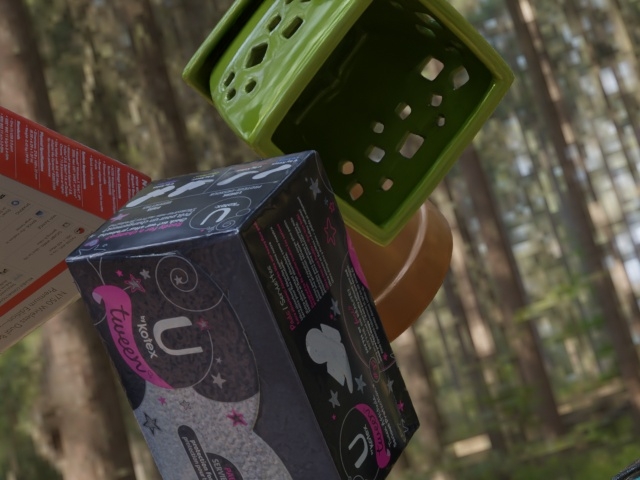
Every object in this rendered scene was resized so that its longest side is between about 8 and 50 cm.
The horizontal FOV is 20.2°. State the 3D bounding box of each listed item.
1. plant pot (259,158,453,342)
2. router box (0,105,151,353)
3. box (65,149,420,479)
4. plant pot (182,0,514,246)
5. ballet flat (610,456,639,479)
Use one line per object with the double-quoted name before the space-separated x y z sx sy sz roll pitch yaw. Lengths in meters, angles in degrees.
"plant pot" 0.000 0.000 2.383 0.291 0.291 0.203 -26 -54 26
"router box" -0.378 -0.001 1.705 0.335 0.082 0.301 -33 -41 32
"box" -0.056 0.081 1.355 0.163 0.247 0.142 -10 21 30
"plant pot" 0.015 -0.165 1.786 0.227 0.207 0.228 -53 -49 0
"ballet flat" 0.388 0.197 1.642 0.280 0.096 0.095 -10 -56 -2
